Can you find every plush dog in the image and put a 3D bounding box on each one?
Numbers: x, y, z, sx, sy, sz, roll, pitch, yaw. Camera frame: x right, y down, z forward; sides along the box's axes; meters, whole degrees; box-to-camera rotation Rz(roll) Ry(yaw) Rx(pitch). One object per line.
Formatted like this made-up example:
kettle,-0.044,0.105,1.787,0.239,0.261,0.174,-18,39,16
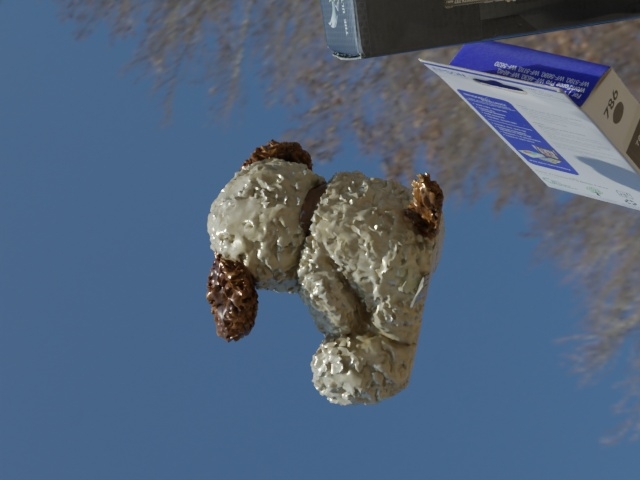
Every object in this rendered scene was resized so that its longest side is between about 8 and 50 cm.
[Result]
plush dog,0.000,0.000,1.462,0.225,0.210,0.262,12,-129,7

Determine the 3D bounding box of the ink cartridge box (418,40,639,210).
ink cartridge box,0.246,-0.122,1.518,0.332,0.165,0.065,33,-102,-54

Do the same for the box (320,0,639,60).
box,0.081,-0.207,0.674,0.183,0.059,0.233,-11,-80,-13
